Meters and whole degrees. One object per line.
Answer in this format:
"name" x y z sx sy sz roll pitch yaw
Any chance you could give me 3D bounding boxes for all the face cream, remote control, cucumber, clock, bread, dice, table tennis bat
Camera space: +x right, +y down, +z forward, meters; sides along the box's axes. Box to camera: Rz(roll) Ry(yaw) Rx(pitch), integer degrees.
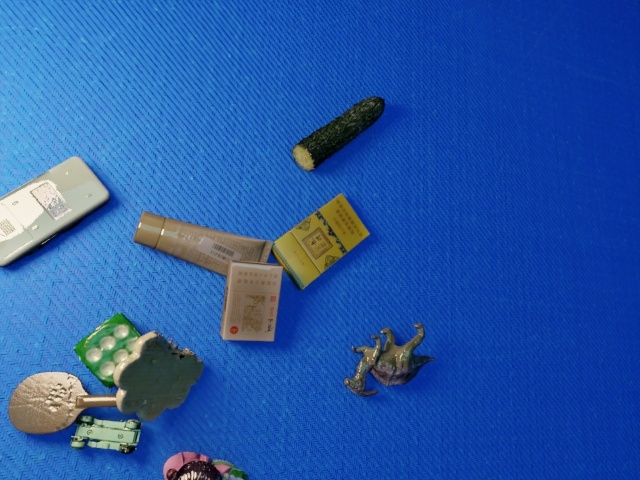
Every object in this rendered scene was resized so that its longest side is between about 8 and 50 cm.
"face cream" -0.298 0.017 1.179 0.341 0.084 0.137 19 90 -22
"remote control" -0.652 -0.066 1.063 0.296 0.056 0.140 -41 94 -22
"cucumber" 0.069 -0.342 1.385 0.359 0.096 0.096 -42 96 -25
"clock" -0.254 0.547 1.029 0.194 0.195 0.100 19 70 -16
"bread" -0.372 0.313 1.033 0.039 0.251 0.182 23 70 31
"dice" -0.469 0.250 1.040 0.128 0.120 0.131 -40 97 -24
"table tennis bat" -0.561 0.357 1.009 0.234 0.022 0.131 2 65 -7

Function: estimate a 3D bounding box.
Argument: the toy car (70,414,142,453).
"toy car" -0.483 0.438 1.035 0.143 0.054 0.073 10 75 -12

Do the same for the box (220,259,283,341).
"box" -0.178 0.156 1.182 0.141 0.058 0.201 5 92 -21

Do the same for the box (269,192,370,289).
"box" 0.001 0.000 1.319 0.279 0.041 0.153 -38 96 -24

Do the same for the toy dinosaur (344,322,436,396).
"toy dinosaur" 0.198 0.340 1.316 0.294 0.077 0.162 -13 89 -9
